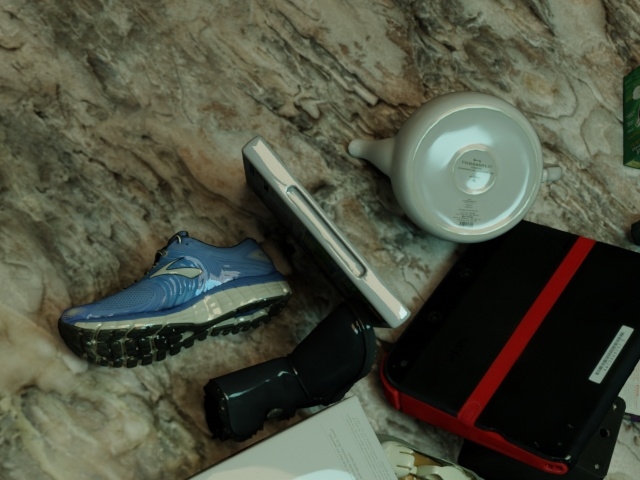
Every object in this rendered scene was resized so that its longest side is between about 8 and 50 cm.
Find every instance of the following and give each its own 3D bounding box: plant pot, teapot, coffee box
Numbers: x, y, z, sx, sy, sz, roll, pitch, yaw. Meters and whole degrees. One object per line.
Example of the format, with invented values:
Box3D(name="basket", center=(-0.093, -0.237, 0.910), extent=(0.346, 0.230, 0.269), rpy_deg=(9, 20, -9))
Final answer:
Box3D(name="plant pot", center=(0.349, 0.282, 1.626), extent=(0.187, 0.167, 0.188), rpy_deg=(28, 65, -9))
Box3D(name="teapot", center=(0.222, -0.122, 1.712), extent=(0.252, 0.187, 0.256), rpy_deg=(-39, 104, 1))
Box3D(name="coffee box", center=(0.582, -0.228, 1.909), extent=(0.040, 0.113, 0.184), rpy_deg=(13, 67, -18))

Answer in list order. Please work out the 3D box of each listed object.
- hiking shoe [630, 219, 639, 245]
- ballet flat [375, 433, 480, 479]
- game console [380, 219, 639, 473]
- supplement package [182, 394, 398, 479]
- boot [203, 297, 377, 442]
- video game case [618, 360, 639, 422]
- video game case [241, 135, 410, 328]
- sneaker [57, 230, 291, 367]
Box3D(name="hiking shoe", center=(0.670, 0.034, 1.850), extent=(0.304, 0.113, 0.132), rpy_deg=(13, 68, -15))
Box3D(name="ballet flat", center=(0.139, 0.331, 1.590), extent=(0.213, 0.068, 0.072), rpy_deg=(22, 67, -11))
Box3D(name="game console", center=(0.306, 0.137, 1.603), extent=(0.342, 0.060, 0.386), rpy_deg=(20, 58, 35))
Box3D(name="supplement package", center=(-0.062, 0.356, 1.450), extent=(0.293, 0.177, 0.175), rpy_deg=(-24, 82, -25))
Box3D(name="boot", center=(-0.048, 0.186, 1.479), extent=(0.207, 0.246, 0.094), rpy_deg=(-16, 64, -26))
Box3D(name="video game case", center=(0.555, 0.191, 1.797), extent=(0.210, 0.042, 0.232), rpy_deg=(14, 69, -15))
Box3D(name="video game case", center=(0.000, 0.000, 1.514), extent=(0.036, 0.329, 0.300), rpy_deg=(-40, 89, -5))
Box3D(name="sneaker", center=(-0.214, 0.076, 1.536), extent=(0.330, 0.130, 0.147), rpy_deg=(-14, 63, -26))
